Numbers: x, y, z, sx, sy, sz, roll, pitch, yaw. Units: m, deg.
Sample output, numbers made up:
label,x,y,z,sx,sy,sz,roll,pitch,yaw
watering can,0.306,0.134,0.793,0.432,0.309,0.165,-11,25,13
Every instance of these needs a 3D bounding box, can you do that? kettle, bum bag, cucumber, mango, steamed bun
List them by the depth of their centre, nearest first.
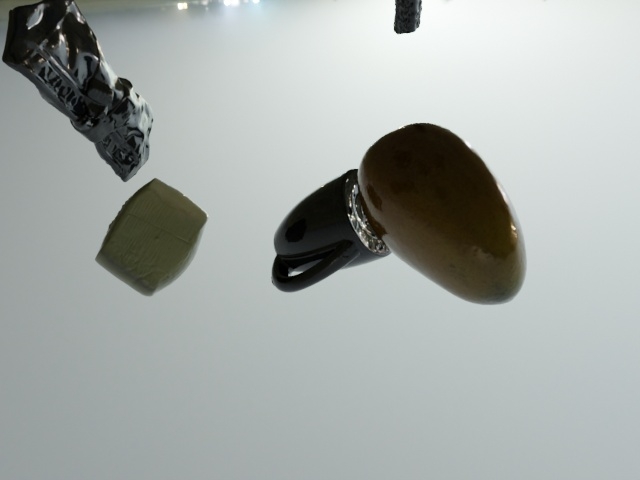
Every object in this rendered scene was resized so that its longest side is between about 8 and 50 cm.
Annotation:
label,x,y,z,sx,sy,sz,roll,pitch,yaw
bum bag,-0.318,-0.208,0.696,0.074,0.310,0.137,8,-112,10
mango,0.210,-0.050,0.864,0.221,0.264,0.378,-28,-123,-9
cucumber,0.203,-0.623,1.126,0.072,0.300,0.072,-4,-130,4
kettle,0.000,0.000,1.138,0.290,0.207,0.268,-22,-148,35
steamed bun,-0.393,-0.003,1.166,0.250,0.200,0.154,-60,-165,-19
